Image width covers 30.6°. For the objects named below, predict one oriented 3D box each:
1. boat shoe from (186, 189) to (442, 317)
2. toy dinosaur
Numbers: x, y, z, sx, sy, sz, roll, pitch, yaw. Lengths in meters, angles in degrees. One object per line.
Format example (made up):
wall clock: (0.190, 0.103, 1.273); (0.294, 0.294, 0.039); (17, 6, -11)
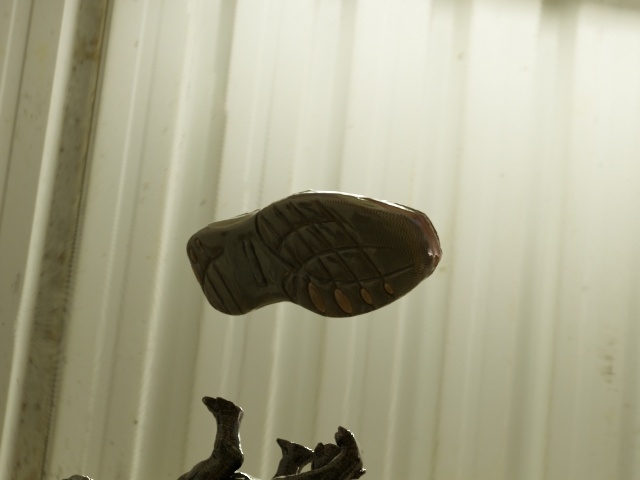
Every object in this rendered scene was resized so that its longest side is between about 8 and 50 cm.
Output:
boat shoe: (0.000, 0.000, 1.117); (0.116, 0.324, 0.123); (-26, -74, -37)
toy dinosaur: (-0.043, 0.199, 0.780); (0.121, 0.313, 0.160); (43, -115, -40)
